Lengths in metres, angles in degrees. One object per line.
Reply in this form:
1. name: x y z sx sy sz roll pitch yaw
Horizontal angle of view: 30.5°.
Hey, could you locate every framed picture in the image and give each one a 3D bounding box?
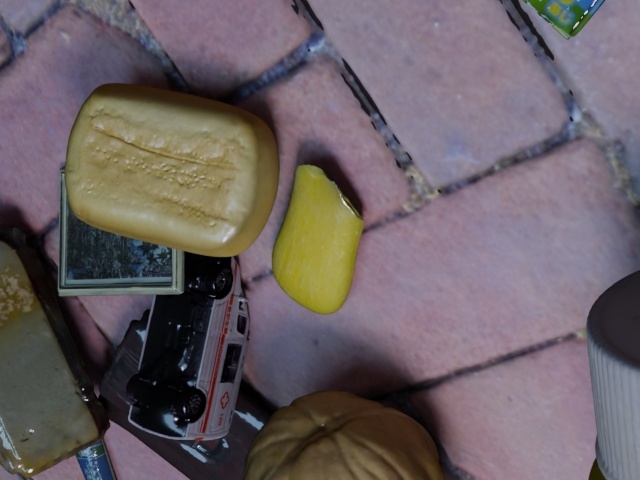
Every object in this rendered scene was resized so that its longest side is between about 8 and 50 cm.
1. framed picture: -0.211 -0.013 1.216 0.183 0.011 0.142 -3 86 36

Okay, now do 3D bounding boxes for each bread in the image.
1. bread: -0.136 -0.067 1.111 0.217 0.098 0.147 18 100 20

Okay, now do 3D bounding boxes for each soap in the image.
1. soap: 0.000 0.000 1.110 0.089 0.033 0.168 30 131 13

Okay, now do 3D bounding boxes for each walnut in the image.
1. walnut: 0.023 0.273 1.148 0.225 0.225 0.261 11 128 30

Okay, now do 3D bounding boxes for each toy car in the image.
1. toy car: -0.125 0.103 1.217 0.089 0.108 0.210 10 88 35

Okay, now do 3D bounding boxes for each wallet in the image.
1. wallet: -0.145 0.204 1.332 0.229 0.049 0.182 37 130 8

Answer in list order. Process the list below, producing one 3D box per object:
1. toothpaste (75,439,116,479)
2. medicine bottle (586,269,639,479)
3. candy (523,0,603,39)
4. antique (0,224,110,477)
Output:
1. toothpaste: -0.287 0.282 1.490 0.057 0.035 0.197 -7 113 21
2. medicine bottle: 0.319 0.219 0.897 0.224 0.224 0.384 3 118 33
3. candy: 0.197 -0.243 0.800 0.097 0.062 0.194 42 133 7
4. antique: -0.363 0.114 1.349 0.150 0.125 0.284 3 114 57
